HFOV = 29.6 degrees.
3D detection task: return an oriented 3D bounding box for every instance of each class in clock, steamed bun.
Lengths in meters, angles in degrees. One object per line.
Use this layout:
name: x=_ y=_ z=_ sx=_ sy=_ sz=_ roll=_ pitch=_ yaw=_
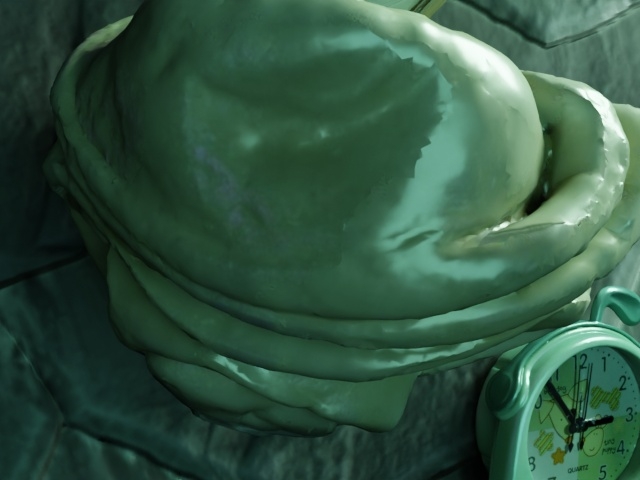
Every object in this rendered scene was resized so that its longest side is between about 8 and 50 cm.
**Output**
clock: x=0.175 y=0.125 z=0.841 sx=0.148 sy=0.060 sz=0.188 roll=-2 pitch=97 yaw=-27
steamed bun: x=0.000 y=0.000 z=0.606 sx=0.268 sy=0.280 sz=0.207 roll=12 pitch=89 yaw=-29

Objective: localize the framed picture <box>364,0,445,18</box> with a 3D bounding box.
framed picture: x=0.018 y=-0.210 z=0.714 sx=0.136 sy=0.010 sz=0.201 roll=-47 pitch=124 yaw=-6
